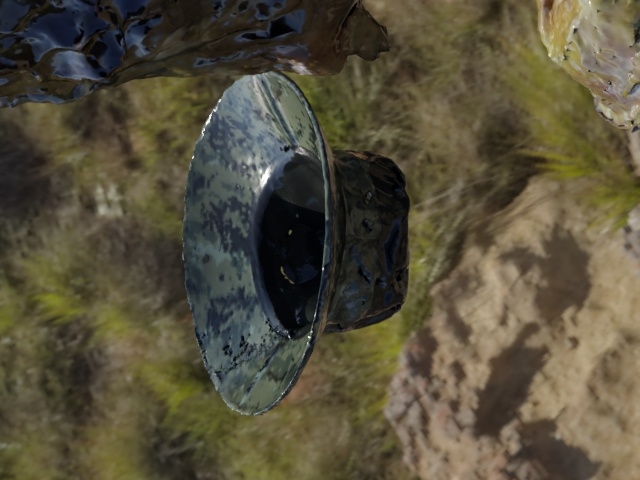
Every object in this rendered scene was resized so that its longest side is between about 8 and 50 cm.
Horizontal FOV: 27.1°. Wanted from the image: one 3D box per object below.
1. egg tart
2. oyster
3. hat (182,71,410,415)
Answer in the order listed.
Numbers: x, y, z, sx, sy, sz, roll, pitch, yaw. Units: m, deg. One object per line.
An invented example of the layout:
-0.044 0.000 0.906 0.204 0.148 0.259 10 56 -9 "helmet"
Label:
0.328 -0.298 1.493 0.150 0.352 0.352 2 111 -7 "egg tart"
-0.097 -0.178 0.621 0.096 0.361 0.221 -171 73 -68 "oyster"
0.000 0.000 0.960 0.265 0.128 0.266 179 90 -67 "hat"
